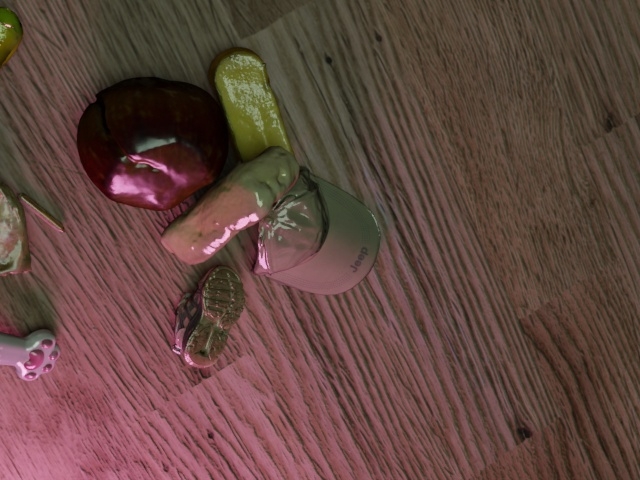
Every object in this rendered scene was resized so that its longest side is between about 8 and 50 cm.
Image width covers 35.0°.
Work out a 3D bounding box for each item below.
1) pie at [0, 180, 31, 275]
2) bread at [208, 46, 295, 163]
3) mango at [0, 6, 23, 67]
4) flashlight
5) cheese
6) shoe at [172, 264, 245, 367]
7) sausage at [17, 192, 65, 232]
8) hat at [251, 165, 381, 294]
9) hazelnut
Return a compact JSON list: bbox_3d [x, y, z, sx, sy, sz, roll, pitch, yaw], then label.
[{"bbox_3d":[-0.629,0.004,1.579,0.338,0.075,0.337,-4,105,-16],"label":"pie"},{"bbox_3d":[-0.113,-0.202,1.697,0.102,0.094,0.245,-20,109,-4],"label":"bread"},{"bbox_3d":[-0.523,-0.290,1.541,0.165,0.074,0.091,-40,120,8],"label":"mango"},{"bbox_3d":[-0.515,0.177,1.642,0.200,0.047,0.093,19,104,-44],"label":"flashlight"},{"bbox_3d":[-0.149,-0.054,1.638,0.093,0.263,0.159,51,39,-4],"label":"cheese"},{"bbox_3d":[-0.200,0.128,1.755,0.089,0.092,0.180,24,81,-36],"label":"shoe"},{"bbox_3d":[-0.456,-0.045,1.657,0.100,0.015,0.015,43,88,-23],"label":"sausage"},{"bbox_3d":[0.000,0.000,1.770,0.245,0.149,0.214,21,97,-12],"label":"hat"},{"bbox_3d":[-0.266,-0.154,1.607,0.234,0.218,0.218,-4,105,-16],"label":"hazelnut"}]
